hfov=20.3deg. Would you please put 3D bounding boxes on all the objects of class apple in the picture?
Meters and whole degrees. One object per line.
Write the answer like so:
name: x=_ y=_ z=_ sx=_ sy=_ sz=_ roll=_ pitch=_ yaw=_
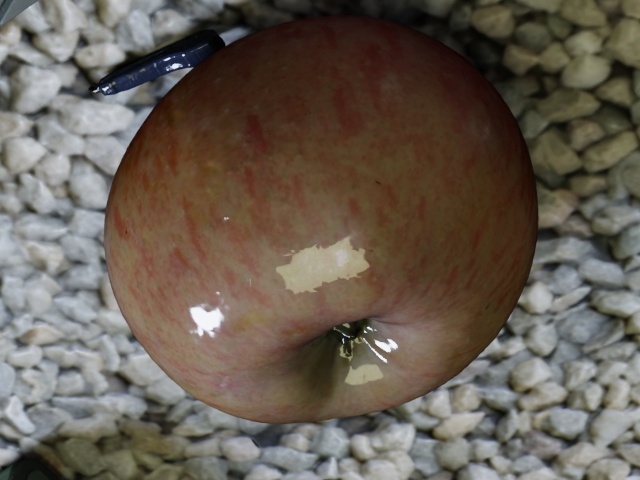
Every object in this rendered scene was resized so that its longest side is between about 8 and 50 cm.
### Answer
apple: x=0.000 y=0.000 z=1.353 sx=0.344 sy=0.269 sz=0.345 roll=1 pitch=126 yaw=1

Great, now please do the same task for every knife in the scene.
knife: x=-0.129 y=-0.137 z=1.407 sx=0.121 sy=0.031 sz=0.018 roll=-22 pitch=124 yaw=20

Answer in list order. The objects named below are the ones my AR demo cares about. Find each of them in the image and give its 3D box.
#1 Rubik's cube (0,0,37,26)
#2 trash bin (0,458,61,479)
Rubik's cube: x=-0.307 y=-0.210 z=1.224 sx=0.233 sy=0.228 sz=0.229 roll=-16 pitch=123 yaw=-1
trash bin: x=-0.345 y=0.383 z=1.727 sx=0.343 sy=0.158 sz=0.223 roll=-29 pitch=119 yaw=28
